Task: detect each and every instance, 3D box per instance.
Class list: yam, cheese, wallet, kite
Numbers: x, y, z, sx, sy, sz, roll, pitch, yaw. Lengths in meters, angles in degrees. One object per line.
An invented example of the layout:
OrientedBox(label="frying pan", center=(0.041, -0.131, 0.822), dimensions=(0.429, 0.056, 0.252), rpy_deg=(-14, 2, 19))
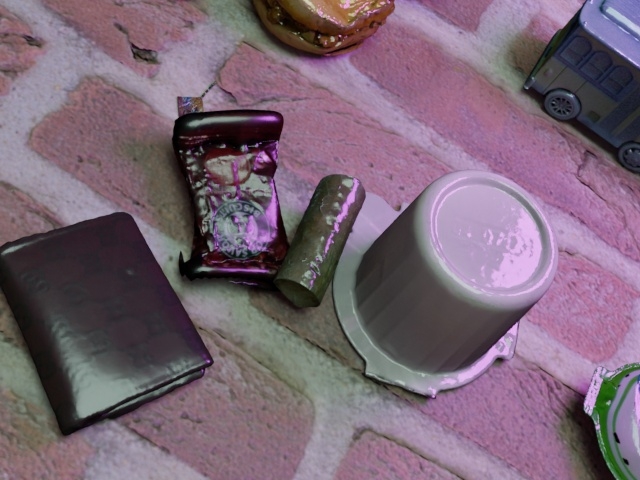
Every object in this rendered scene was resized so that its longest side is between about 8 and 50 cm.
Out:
OrientedBox(label="yam", center=(0.000, 0.000, 1.110), dimensions=(0.068, 0.068, 0.169), rpy_deg=(28, 63, -6))
OrientedBox(label="cheese", center=(0.479, 0.277, 1.160), dimensions=(0.320, 0.083, 0.204), rpy_deg=(33, 58, -1))
OrientedBox(label="wallet", center=(-0.248, 0.082, 1.006), dimensions=(0.181, 0.049, 0.229), rpy_deg=(-21, 72, -28))
OrientedBox(label="kite", center=(-0.169, -0.191, 1.201), dimensions=(0.044, 0.002, 0.078), rpy_deg=(19, 60, -11))

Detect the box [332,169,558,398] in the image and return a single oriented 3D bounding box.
OrientedBox(label="box", center=(0.158, 0.015, 1.100), dimensions=(0.262, 0.206, 0.291), rpy_deg=(-19, 72, -27))

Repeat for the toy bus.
OrientedBox(label="toy bus", center=(0.495, -0.235, 1.366), dimensions=(0.312, 0.190, 0.152), rpy_deg=(36, 57, -1))

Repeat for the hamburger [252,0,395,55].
OrientedBox(label="hamburger", center=(0.000, -0.369, 1.295), dimensions=(0.213, 0.108, 0.214), rpy_deg=(8, 63, -16))

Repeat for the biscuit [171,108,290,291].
OrientedBox(label="biscuit", center=(-0.108, -0.049, 1.115), dimensions=(0.151, 0.063, 0.236), rpy_deg=(-1, 73, -21))
